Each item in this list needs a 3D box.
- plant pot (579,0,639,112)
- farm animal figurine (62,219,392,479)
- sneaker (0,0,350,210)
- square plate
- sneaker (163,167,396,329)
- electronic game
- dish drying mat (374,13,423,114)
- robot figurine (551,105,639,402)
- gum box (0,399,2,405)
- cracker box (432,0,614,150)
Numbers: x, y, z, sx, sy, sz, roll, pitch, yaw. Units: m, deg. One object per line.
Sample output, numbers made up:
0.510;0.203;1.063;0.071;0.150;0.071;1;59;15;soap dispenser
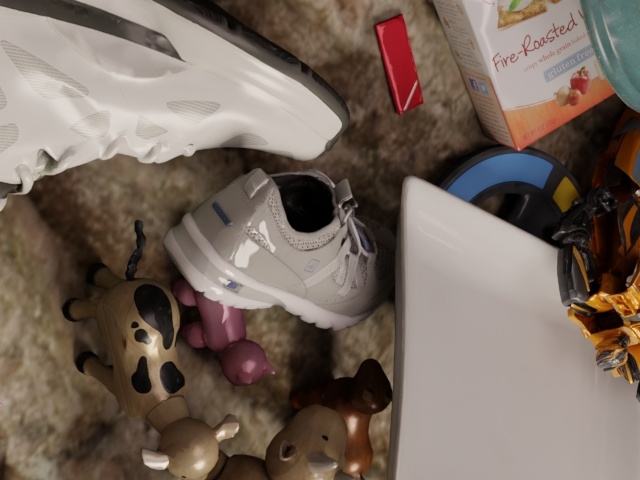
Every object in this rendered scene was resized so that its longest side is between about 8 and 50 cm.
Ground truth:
0.437;-0.279;1.707;0.341;0.334;0.341;-4;95;-59;plant pot
-0.072;0.187;1.605;0.330;0.172;0.327;23;85;-36;farm animal figurine
-0.199;-0.095;1.502;0.447;0.169;0.257;23;99;-36;sneaker
0.165;0.156;1.722;0.347;0.049;0.344;24;61;-42;square plate
0.000;0.000;1.609;0.115;0.105;0.281;-45;158;21;sneaker
0.165;0.026;1.823;0.229;0.048;0.229;-8;103;-35;electronic game
0.070;-0.154;1.746;0.032;0.008;0.083;-26;113;-28;dish drying mat
0.307;0.005;1.837;0.211;0.085;0.291;49;43;-27;robot figurine
-0.325;0.062;1.440;0.062;0.107;0.188;-44;121;-21;gum box
0.185;-0.219;1.767;0.155;0.067;0.232;-31;115;-16;cracker box
